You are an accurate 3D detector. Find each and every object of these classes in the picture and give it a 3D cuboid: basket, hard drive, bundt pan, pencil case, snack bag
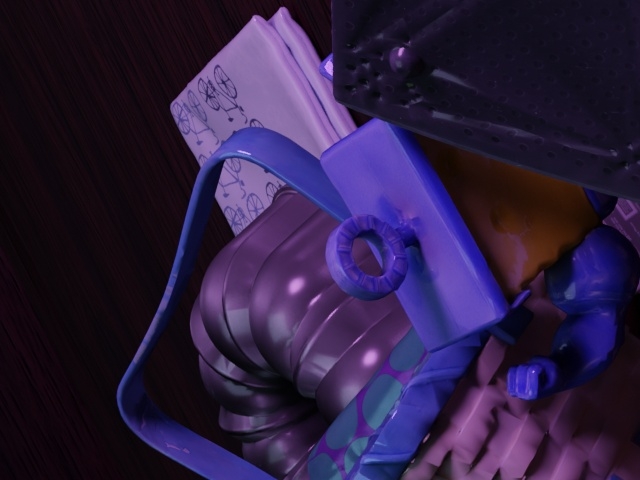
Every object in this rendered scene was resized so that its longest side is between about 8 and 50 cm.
[{"bbox_3d":[0.037,0.093,0.938,0.289,0.201,0.254,34,139,10],"label":"basket"},{"bbox_3d":[0.129,-0.087,0.663,0.255,0.054,0.172,17,142,15],"label":"hard drive"},{"bbox_3d":[0.023,0.121,1.298,0.331,0.124,0.331,40,150,29],"label":"bundt pan"},{"bbox_3d":[0.056,0.111,1.114,0.070,0.064,0.151,50,122,26],"label":"pencil case"},{"bbox_3d":[0.000,0.000,1.413,0.342,0.037,0.323,61,161,-2],"label":"snack bag"}]

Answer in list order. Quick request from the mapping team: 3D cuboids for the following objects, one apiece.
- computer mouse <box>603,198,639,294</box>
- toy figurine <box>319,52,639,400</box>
[{"bbox_3d":[0.143,0.018,0.994,0.193,0.042,0.106,-38,82,44],"label":"computer mouse"},{"bbox_3d":[0.085,-0.060,0.789,0.362,0.217,0.191,61,154,-1],"label":"toy figurine"}]
